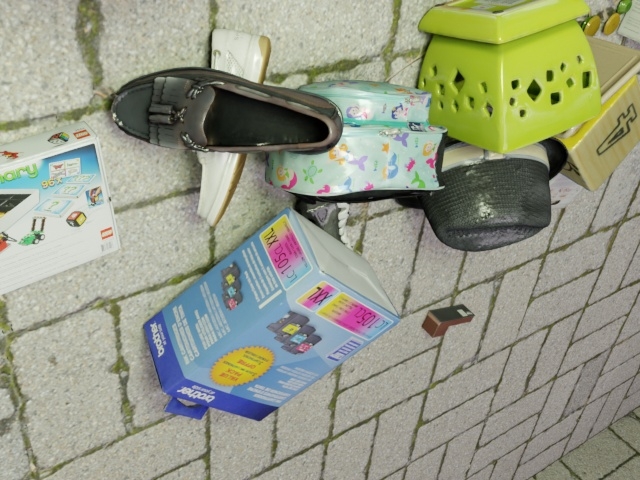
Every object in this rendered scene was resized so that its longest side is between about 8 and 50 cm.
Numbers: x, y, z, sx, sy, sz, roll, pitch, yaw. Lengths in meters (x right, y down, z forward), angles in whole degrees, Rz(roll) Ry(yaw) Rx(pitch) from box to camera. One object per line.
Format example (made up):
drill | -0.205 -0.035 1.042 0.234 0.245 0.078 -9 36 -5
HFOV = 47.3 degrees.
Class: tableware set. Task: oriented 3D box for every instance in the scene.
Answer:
tableware set | 0.573 -0.447 1.482 0.154 0.024 0.104 -51 145 4

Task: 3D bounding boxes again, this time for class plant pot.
plant pot | 0.300 -0.293 1.197 0.227 0.228 0.207 -23 120 -23

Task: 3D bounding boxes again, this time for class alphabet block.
alphabet block | 0.518 -0.248 1.470 0.193 0.192 0.197 -52 140 3

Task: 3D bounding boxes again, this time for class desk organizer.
desk organizer | 0.311 0.195 1.778 0.130 0.047 0.050 -5 128 -40

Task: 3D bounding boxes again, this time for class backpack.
backpack | 0.042 -0.145 1.103 0.253 0.225 0.191 -13 109 -28

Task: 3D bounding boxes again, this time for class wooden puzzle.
wooden puzzle | 0.448 -0.286 1.338 0.221 0.238 0.044 -42 126 -5

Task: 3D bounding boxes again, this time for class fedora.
fedora | 0.309 -0.071 1.358 0.334 0.152 0.334 -8 159 -3

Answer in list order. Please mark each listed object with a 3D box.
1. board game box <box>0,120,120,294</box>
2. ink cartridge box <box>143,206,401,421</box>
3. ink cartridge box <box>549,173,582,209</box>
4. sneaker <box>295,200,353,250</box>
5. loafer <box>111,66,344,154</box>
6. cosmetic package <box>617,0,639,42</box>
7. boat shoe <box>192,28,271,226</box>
board game box | -0.417 -0.017 0.924 0.305 0.053 0.193 -23 137 -27
ink cartridge box | -0.103 0.158 1.240 0.395 0.151 0.270 -37 143 16
ink cartridge box | 0.589 -0.163 1.736 0.181 0.056 0.225 -6 145 -39
sneaker | 0.000 0.000 1.307 0.106 0.078 0.234 -23 136 -17
loafer | -0.119 -0.160 0.923 0.302 0.095 0.109 5 103 -1
cosmetic package | 0.785 -0.562 1.468 0.197 0.155 0.365 -8 127 -39
boat shoe | -0.145 -0.158 1.025 0.096 0.098 0.277 15 106 -3
